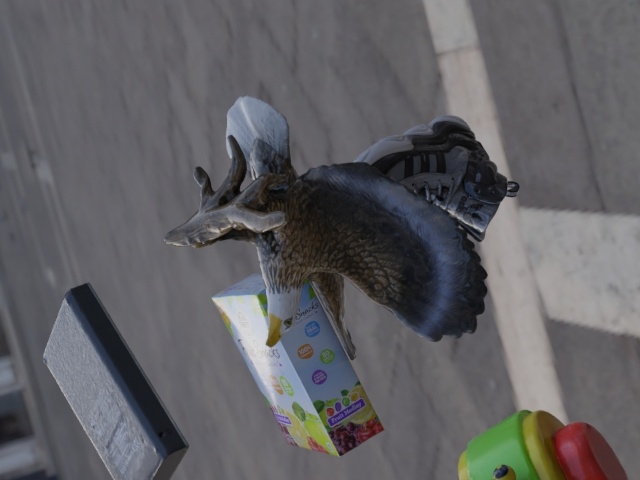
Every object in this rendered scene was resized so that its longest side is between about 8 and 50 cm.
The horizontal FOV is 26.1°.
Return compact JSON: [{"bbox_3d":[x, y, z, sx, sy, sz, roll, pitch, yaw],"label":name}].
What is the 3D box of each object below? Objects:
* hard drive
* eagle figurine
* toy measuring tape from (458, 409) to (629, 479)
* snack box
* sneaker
[{"bbox_3d":[-0.143,0.108,0.939,0.135,0.022,0.094,55,144,19],"label":"hard drive"},{"bbox_3d":[-0.005,0.010,1.431,0.225,0.298,0.226,-57,41,20],"label":"eagle figurine"},{"bbox_3d":[0.174,0.180,0.972,0.330,0.121,0.121,19,-134,-61],"label":"toy measuring tape"},{"bbox_3d":[-0.030,0.139,1.592,0.207,0.070,0.174,64,159,-6],"label":"snack box"},{"bbox_3d":[0.139,-0.060,1.715,0.153,0.268,0.101,42,135,21],"label":"sneaker"}]
